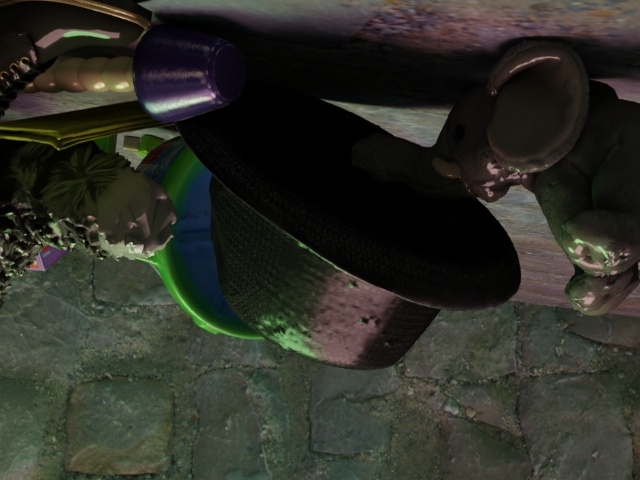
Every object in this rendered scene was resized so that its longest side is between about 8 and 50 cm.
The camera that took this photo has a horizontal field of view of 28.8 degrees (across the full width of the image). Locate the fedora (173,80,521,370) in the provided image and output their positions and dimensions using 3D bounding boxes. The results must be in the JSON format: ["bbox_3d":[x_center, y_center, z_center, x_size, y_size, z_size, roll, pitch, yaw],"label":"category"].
[{"bbox_3d":[0.000,0.000,1.066,0.334,0.152,0.334,22,-158,-9],"label":"fedora"}]

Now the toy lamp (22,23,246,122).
[{"bbox_3d":[-0.184,-0.136,1.015,0.274,0.080,0.080,6,175,31],"label":"toy lamp"}]

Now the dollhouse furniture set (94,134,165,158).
[{"bbox_3d":[-0.217,-0.093,1.531,0.076,0.058,0.151,3,173,34],"label":"dollhouse furniture set"}]

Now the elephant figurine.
[{"bbox_3d":[0.169,-0.073,0.946,0.186,0.239,0.169,-33,157,-23],"label":"elephant figurine"}]

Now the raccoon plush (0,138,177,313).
[{"bbox_3d":[-0.308,0.035,1.233,0.446,0.216,0.299,23,156,31],"label":"raccoon plush"}]

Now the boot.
[{"bbox_3d":[-0.224,-0.117,0.925,0.198,0.137,0.077,3,174,21],"label":"boot"}]

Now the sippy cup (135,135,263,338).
[{"bbox_3d":[-0.105,-0.027,1.372,0.305,0.240,0.224,37,171,-27],"label":"sippy cup"}]

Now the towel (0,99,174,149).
[{"bbox_3d":[-0.174,-0.108,1.116,0.102,0.021,0.237,6,-165,39],"label":"towel"}]

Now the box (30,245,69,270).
[{"bbox_3d":[-0.490,-0.029,1.974,0.293,0.057,0.201,2,-151,30],"label":"box"}]

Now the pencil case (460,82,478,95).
[{"bbox_3d":[0.155,-0.091,1.117,0.070,0.064,0.151,-12,169,13],"label":"pencil case"}]
